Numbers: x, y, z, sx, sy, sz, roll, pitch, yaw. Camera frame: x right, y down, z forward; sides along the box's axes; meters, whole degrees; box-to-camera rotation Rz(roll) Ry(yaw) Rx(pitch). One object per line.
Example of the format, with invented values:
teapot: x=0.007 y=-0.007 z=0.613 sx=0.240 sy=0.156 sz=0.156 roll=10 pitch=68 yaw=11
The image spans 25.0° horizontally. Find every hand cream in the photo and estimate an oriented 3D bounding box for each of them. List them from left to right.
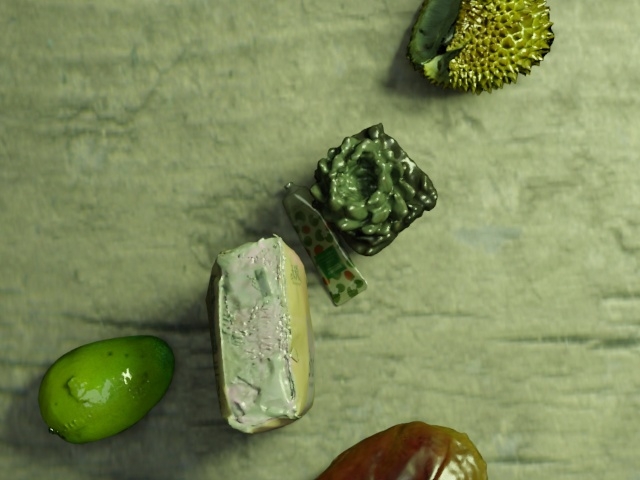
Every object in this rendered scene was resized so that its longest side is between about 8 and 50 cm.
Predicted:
hand cream: x=0.000 y=0.000 z=1.808 sx=0.057 sy=0.037 sz=0.165 roll=-33 pitch=84 yaw=34

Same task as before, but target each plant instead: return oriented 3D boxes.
plant: x=0.061 y=-0.058 z=1.735 sx=0.129 sy=0.194 sz=0.132 roll=-43 pitch=85 yaw=2

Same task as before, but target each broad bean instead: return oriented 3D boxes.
broad bean: x=0.090 y=0.307 z=1.742 sx=0.228 sy=0.122 sz=0.156 roll=-25 pitch=60 yaw=-7

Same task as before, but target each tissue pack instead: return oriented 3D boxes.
tissue pack: x=-0.070 y=0.113 z=1.692 sx=0.122 sy=0.257 sz=0.215 roll=-6 pitch=85 yaw=3

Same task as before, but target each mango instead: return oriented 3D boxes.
mango: x=-0.261 y=0.176 z=1.769 sx=0.178 sy=0.100 sz=0.119 roll=-29 pitch=83 yaw=-9

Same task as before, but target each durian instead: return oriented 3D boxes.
durian: x=0.219 y=-0.284 z=1.769 sx=0.137 sy=0.193 sz=0.237 roll=26 pitch=102 yaw=-16
